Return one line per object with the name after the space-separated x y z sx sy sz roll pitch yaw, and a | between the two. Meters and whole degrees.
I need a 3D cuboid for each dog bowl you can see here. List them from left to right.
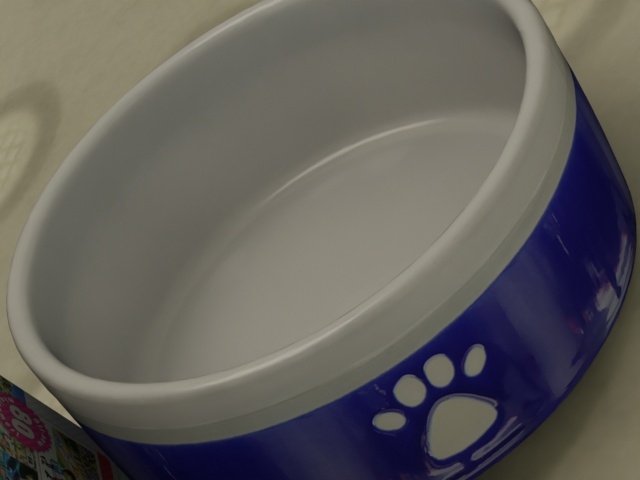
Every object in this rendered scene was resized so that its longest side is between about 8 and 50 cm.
0.000 0.000 0.838 0.265 0.104 0.265 -23 36 18 | dog bowl

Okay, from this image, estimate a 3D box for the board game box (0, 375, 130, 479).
-0.153 0.140 0.760 0.097 0.303 0.224 -43 31 14 | board game box
